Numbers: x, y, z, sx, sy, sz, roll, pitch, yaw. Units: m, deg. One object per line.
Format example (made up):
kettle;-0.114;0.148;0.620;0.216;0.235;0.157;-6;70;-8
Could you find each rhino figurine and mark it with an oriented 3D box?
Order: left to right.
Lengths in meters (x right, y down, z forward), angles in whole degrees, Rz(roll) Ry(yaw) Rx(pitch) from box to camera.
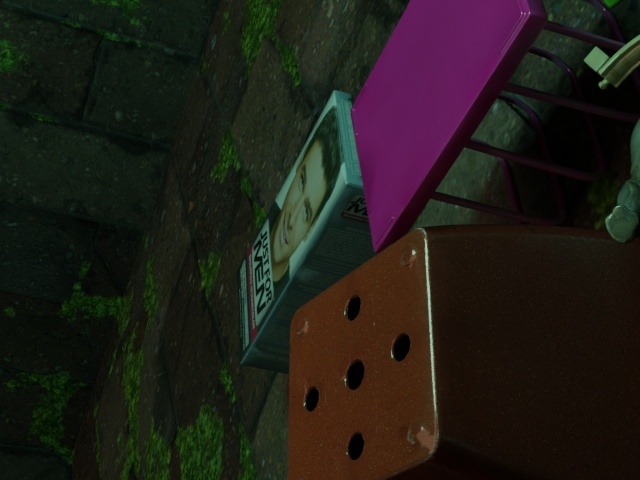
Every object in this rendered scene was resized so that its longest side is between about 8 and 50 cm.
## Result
rhino figurine;0.287;-0.110;0.862;0.106;0.073;0.243;2;-74;-67

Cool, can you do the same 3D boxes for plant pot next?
plant pot;0.119;0.133;0.879;0.267;0.236;0.267;-36;44;44

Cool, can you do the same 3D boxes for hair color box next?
hair color box;0.000;0.000;1.538;0.185;0.113;0.374;-97;29;-44

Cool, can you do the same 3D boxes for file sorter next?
file sorter;0.177;-0.138;1.046;0.291;0.182;0.202;121;153;-42

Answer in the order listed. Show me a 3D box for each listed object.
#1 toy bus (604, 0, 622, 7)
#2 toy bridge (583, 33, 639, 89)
toy bus;0.257;-0.304;0.917;0.191;0.202;0.104;-55;-11;22
toy bridge;0.270;-0.185;0.820;0.188;0.026;0.063;-51;21;16
